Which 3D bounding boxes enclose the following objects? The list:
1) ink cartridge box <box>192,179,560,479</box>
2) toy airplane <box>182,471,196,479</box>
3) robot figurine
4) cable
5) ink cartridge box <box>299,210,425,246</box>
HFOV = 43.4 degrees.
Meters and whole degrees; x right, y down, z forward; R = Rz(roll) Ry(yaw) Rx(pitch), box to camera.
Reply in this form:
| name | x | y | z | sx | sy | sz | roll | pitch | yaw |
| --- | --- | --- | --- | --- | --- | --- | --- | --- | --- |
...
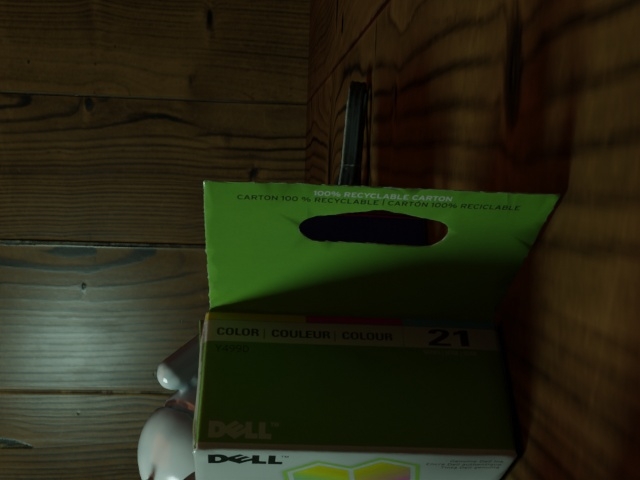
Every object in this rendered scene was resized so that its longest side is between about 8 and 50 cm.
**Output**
| name | x | y | z | sx | sy | sz | roll | pitch | yaw |
| --- | --- | --- | --- | --- | --- | --- | --- | --- | --- |
| ink cartridge box | 0.019 | 0.082 | 0.472 | 0.255 | 0.189 | 0.097 | 98 | 173 | -54 |
| toy airplane | -0.056 | 0.451 | 0.799 | 0.386 | 0.273 | 0.384 | 45 | -129 | -50 |
| robot figurine | -0.103 | 0.256 | 1.100 | 0.200 | 0.353 | 0.299 | -9 | 116 | 52 |
| cable | 0.023 | -0.081 | 1.128 | 0.139 | 0.072 | 0.287 | -30 | -59 | -76 |
| ink cartridge box | 0.000 | 0.000 | 0.828 | 0.371 | 0.176 | 0.069 | -128 | 40 | -83 |
